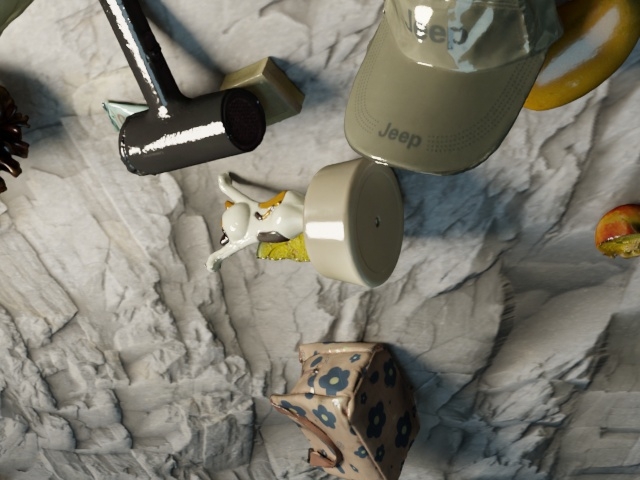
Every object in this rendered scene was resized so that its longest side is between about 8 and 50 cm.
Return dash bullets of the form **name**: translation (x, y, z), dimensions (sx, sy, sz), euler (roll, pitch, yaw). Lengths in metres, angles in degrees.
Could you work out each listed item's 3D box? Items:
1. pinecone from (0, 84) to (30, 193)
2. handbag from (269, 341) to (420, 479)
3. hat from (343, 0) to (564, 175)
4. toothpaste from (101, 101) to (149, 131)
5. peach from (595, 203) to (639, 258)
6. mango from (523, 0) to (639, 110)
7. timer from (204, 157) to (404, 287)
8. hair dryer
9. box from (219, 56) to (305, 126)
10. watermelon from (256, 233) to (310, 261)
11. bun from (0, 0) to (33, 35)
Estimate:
- **pinecone**: translation (-0.545, -0.133, 1.406), dimensions (0.292, 0.246, 0.246), euler (-16, 137, 9)
- **handbag**: translation (0.044, 0.302, 1.804), dimensions (0.193, 0.190, 0.251), euler (0, 134, 32)
- **hat**: translation (0.117, -0.203, 1.033), dimensions (0.214, 0.245, 0.149), euler (15, 153, 29)
- **toothpaste**: translation (-0.204, -0.163, 1.391), dimensions (0.205, 0.036, 0.056), euler (7, 141, 21)
- **peach**: translation (0.406, -0.015, 1.322), dimensions (0.098, 0.061, 0.098), euler (0, 163, 0)
- **mango**: translation (0.274, -0.211, 1.088), dimensions (0.102, 0.085, 0.184), euler (37, 129, -16)
- **timer**: translation (-0.037, -0.027, 1.402), dimensions (0.266, 0.175, 0.175), euler (1, 143, 29)
- **hair dryer**: translation (-0.202, -0.202, 1.264), dimensions (0.197, 0.089, 0.251), euler (-6, 123, 37)
- **box**: translation (-0.074, -0.186, 1.302), dimensions (0.079, 0.035, 0.083), euler (-15, 134, 36)
- **watermelon**: translation (0.002, 0.001, 1.488), dimensions (0.181, 0.092, 0.075), euler (-1, 157, 10)
- **bun**: translation (-0.414, -0.282, 1.027), dimensions (0.365, 0.365, 0.219), euler (-25, 97, 43)
